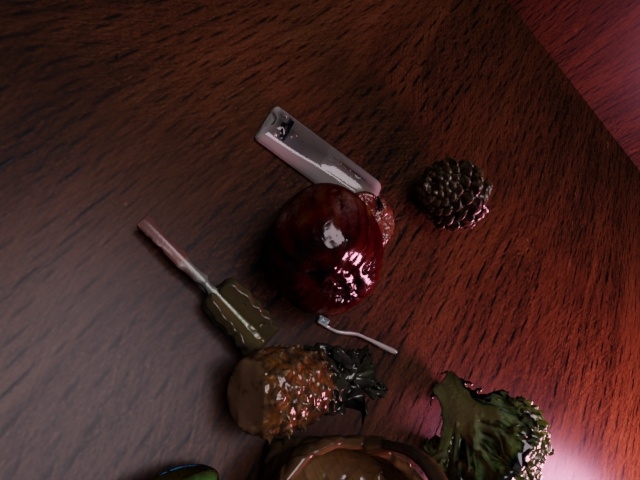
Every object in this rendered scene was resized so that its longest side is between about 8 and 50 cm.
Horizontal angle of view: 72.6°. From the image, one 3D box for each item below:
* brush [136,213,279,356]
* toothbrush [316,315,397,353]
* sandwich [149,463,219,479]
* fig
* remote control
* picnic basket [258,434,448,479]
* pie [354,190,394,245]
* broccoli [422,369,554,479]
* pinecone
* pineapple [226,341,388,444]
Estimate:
[{"bbox_3d":[-0.195,0.072,0.743,0.301,0.071,0.084,48,57,-8],"label":"brush"},{"bbox_3d":[0.078,0.201,0.902,0.204,0.017,0.022,27,78,-21],"label":"toothbrush"},{"bbox_3d":[-0.236,0.396,0.579,0.235,0.079,0.159,-46,117,-42],"label":"sandwich"},{"bbox_3d":[0.006,0.006,0.815,0.224,0.224,0.262,18,62,-26],"label":"fig"},{"bbox_3d":[0.010,-0.180,0.981,0.313,0.055,0.109,34,57,-17],"label":"remote control"},{"bbox_3d":[0.075,0.437,0.623,0.338,0.337,0.292,25,60,-23],"label":"picnic basket"},{"bbox_3d":[0.096,-0.034,0.967,0.154,0.038,0.153,-1,94,-21],"label":"pie"},{"bbox_3d":[0.340,0.407,0.881,0.242,0.273,0.180,-42,109,5],"label":"broccoli"},{"bbox_3d":[0.341,-0.109,1.100,0.205,0.179,0.184,30,79,-40],"label":"pinecone"},{"bbox_3d":[0.003,0.252,0.751,0.310,0.141,0.170,7,30,-43],"label":"pineapple"}]
